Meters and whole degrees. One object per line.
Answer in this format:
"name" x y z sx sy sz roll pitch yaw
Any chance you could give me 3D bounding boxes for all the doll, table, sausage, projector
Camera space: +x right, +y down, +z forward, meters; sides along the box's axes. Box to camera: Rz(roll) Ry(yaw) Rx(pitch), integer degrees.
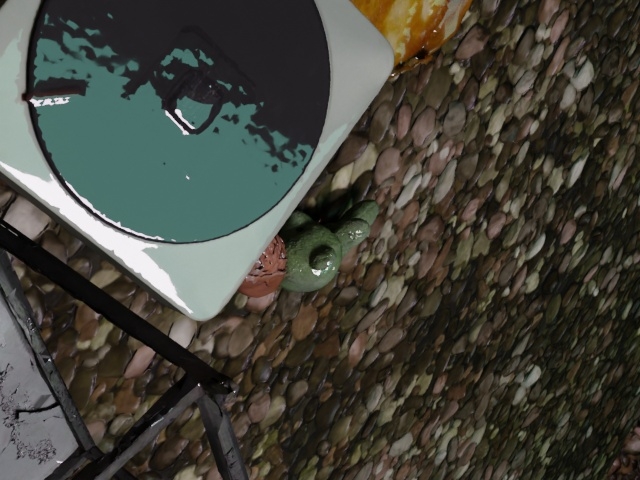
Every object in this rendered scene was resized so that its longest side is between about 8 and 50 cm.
"doll" 0.000 0.000 1.267 0.115 0.077 0.150 -33 180 36
"table" -0.201 0.201 0.930 0.222 0.272 0.335 -43 146 -25
"sausage" -0.104 -0.018 1.078 0.078 0.078 0.304 -57 149 -4
"projector" -0.107 -0.115 0.902 0.259 0.079 0.257 42 77 -30

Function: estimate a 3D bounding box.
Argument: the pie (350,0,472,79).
"pie" 0.046 -0.282 1.058 0.315 0.092 0.315 -30 136 -35
